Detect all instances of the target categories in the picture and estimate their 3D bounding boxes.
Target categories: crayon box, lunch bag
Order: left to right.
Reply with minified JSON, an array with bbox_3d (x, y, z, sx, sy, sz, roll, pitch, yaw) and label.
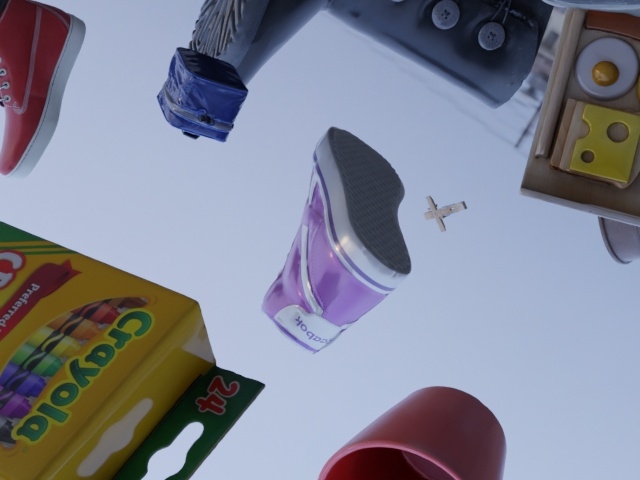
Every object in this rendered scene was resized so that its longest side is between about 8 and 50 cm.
[{"bbox_3d":[-0.229,0.103,0.889,0.318,0.081,0.202,19,-130,27],"label":"crayon box"},{"bbox_3d":[-0.113,-0.133,1.078,0.067,0.065,0.098,16,-157,-23],"label":"lunch bag"}]

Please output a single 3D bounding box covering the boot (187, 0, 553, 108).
[{"bbox_3d":[0.078,-0.287,1.568,0.445,0.367,0.146,18,-159,-30],"label":"boot"}]

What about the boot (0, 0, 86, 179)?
[{"bbox_3d":[-0.431,-0.215,1.510,0.176,0.244,0.088,20,171,-38],"label":"boot"}]

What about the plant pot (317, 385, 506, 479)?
[{"bbox_3d":[0.164,0.368,1.764,0.275,0.275,0.243,32,-148,10],"label":"plant pot"}]

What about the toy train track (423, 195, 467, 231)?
[{"bbox_3d":[0.153,-0.037,1.370,0.014,0.083,0.048,-27,-85,-28],"label":"toy train track"}]

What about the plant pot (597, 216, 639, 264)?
[{"bbox_3d":[0.446,-0.055,1.395,0.165,0.167,0.167,-2,178,36],"label":"plant pot"}]

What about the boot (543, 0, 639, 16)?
[{"bbox_3d":[0.309,-0.192,1.011,0.246,0.161,0.083,1,-123,10],"label":"boot"}]

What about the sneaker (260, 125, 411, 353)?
[{"bbox_3d":[-0.001,0.000,1.107,0.102,0.161,0.282,34,-155,-15],"label":"sneaker"}]

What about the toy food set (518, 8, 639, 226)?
[{"bbox_3d":[0.363,-0.163,1.266,0.219,0.306,0.092,15,170,10],"label":"toy food set"}]
